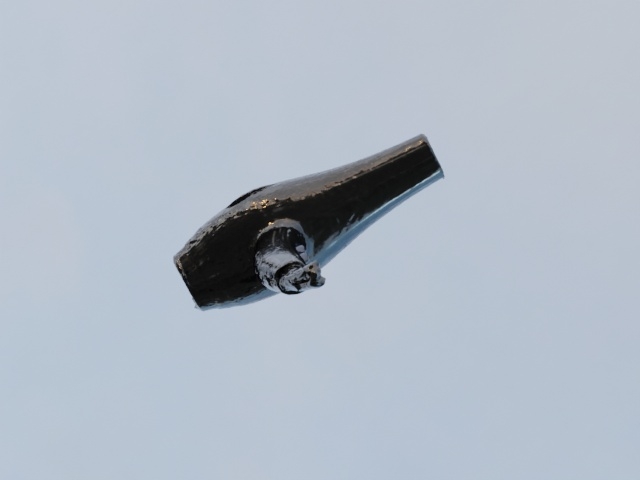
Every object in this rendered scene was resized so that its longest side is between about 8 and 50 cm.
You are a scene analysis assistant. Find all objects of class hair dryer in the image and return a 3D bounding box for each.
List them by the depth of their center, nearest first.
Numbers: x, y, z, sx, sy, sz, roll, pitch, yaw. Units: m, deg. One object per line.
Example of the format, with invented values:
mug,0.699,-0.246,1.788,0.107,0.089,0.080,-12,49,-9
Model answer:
hair dryer,0.000,0.000,1.253,0.196,0.219,0.075,-28,-78,0
